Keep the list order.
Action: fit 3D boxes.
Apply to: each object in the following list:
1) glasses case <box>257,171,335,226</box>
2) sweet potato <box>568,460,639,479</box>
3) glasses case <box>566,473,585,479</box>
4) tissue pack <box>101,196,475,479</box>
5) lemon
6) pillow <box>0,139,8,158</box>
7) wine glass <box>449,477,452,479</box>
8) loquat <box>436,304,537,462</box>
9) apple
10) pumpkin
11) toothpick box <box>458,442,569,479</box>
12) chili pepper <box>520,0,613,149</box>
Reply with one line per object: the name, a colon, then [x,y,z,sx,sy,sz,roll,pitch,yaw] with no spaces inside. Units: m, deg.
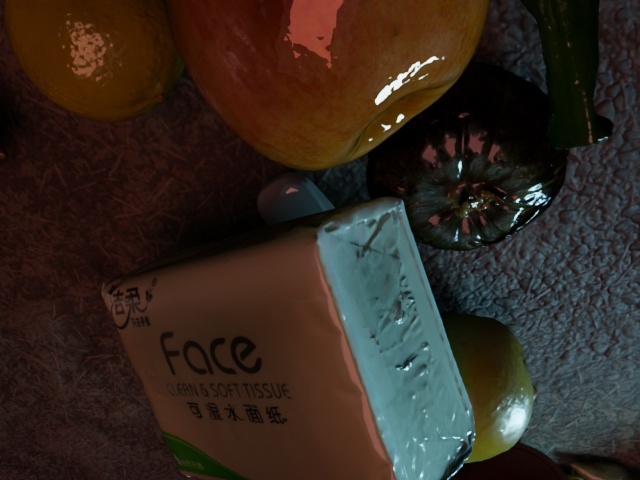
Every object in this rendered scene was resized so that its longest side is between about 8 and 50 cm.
glasses case: [0.000,0.000,0.788,0.092,0.059,0.233,-31,114,23]
sweet potato: [0.579,0.461,1.022,0.219,0.051,0.065,12,85,-1]
glasses case: [0.496,0.559,1.091,0.079,0.064,0.234,-6,124,1]
tissue pack: [-0.056,0.150,0.696,0.405,0.205,0.331,-13,99,38]
lemon: [-0.249,-0.231,0.599,0.203,0.178,0.178,44,119,-6]
pillow: [-0.541,-0.166,0.712,0.223,0.084,0.236,-20,123,43]
wine glass: [0.155,0.418,1.012,0.127,0.126,0.241,-22,120,21]
loquat: [0.199,0.209,0.807,0.244,0.243,0.243,4,124,5]
apple: [0.011,-0.217,0.493,0.299,0.299,0.275,-21,94,20]
pumpkin: [0.170,-0.092,0.643,0.238,0.159,0.237,1,126,1]
toothpick box: [0.363,0.579,1.045,0.204,0.204,0.333,0,123,8]
chili pepper: [0.243,-0.213,0.528,0.084,0.099,0.253,-7,86,33]
